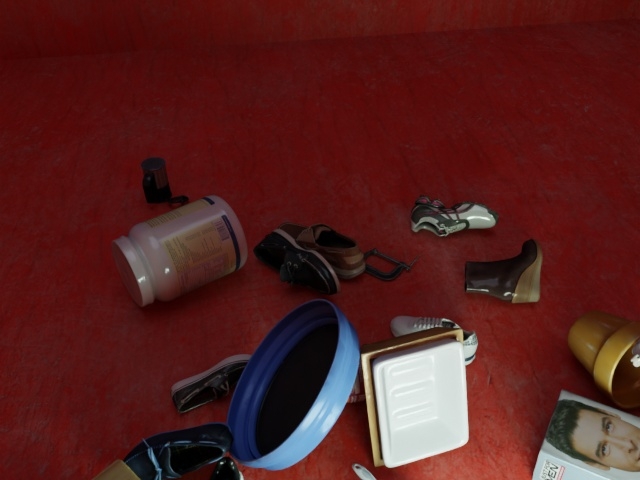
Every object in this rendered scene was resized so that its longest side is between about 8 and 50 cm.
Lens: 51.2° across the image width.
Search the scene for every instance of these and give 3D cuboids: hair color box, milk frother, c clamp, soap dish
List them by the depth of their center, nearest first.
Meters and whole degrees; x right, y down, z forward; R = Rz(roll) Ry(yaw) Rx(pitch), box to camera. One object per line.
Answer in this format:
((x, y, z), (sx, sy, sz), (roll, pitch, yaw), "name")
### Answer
((0.658, 0.476, 1.391), (0.374, 0.114, 0.185), (18, 43, 23), "hair color box")
((0.203, 0.335, 1.464), (0.228, 0.291, 0.118), (-12, 22, -13), "soap dish")
((0.194, 0.066, 1.992), (0.160, 0.022, 0.137), (21, 51, 26), "c clamp")
((-0.522, -0.193, 2.245), (0.143, 0.135, 0.129), (-6, 40, -5), "milk frother")

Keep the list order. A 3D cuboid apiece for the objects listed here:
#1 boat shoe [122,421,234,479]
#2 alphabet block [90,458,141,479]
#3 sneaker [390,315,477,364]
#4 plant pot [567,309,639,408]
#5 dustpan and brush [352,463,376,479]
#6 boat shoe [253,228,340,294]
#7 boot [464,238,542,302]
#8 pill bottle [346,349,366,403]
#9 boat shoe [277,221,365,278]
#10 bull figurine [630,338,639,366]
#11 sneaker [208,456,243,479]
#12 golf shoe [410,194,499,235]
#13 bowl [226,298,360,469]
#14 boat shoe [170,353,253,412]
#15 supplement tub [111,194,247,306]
((-0.313, 0.451, 1.411), (0.258, 0.109, 0.089), (-27, 12, 7), "boat shoe")
((-0.386, 0.574, 1.247), (0.193, 0.192, 0.197), (31, 48, 31), "alphabet block")
((0.292, 0.233, 1.721), (0.235, 0.095, 0.090), (17, 44, 23), "sneaker")
((0.706, 0.264, 1.603), (0.205, 0.205, 0.188), (-16, 26, -17), "plant pot")
((0.146, 0.538, 1.373), (0.211, 0.060, 0.147), (30, 48, 33), "dustpan and brush")
((-0.079, 0.075, 1.905), (0.113, 0.127, 0.340), (-27, 43, -26), "boat shoe")
((0.522, 0.071, 1.914), (0.206, 0.090, 0.248), (9, 44, 10), "boot")
((0.123, 0.317, 1.599), (0.221, 0.121, 0.121), (-8, 39, -7), "pill bottle")
((0.000, 0.000, 1.996), (0.324, 0.116, 0.123), (22, 44, 32), "boat shoe")
((0.790, 0.329, 1.461), (0.101, 0.310, 0.188), (-35, 41, 28), "bull figurine")
((-0.206, 0.541, 1.346), (0.078, 0.106, 0.234), (1, 39, 4), "sneaker")
((0.417, -0.058, 2.093), (0.272, 0.105, 0.120), (7, 55, 20), "golf shoe")
((-0.061, 0.313, 1.458), (0.077, 0.391, 0.391), (35, 33, -22), "bowl")
((-0.250, 0.350, 1.614), (0.219, 0.078, 0.070), (-24, 43, -14), "boat shoe")
((-0.396, 0.030, 1.884), (0.324, 0.235, 0.235), (-25, 44, -26), "supplement tub")
